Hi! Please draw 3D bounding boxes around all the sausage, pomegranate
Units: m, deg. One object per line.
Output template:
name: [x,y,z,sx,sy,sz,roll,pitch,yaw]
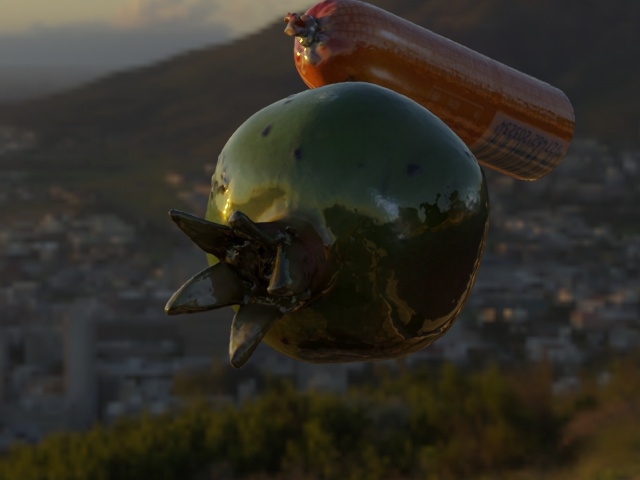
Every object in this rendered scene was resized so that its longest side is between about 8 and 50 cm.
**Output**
sausage: [0.085,-0.133,1.519,0.312,0.093,0.093,17,-7,-42]
pomegranate: [0.000,0.000,1.073,0.181,0.181,0.224,4,20,30]
